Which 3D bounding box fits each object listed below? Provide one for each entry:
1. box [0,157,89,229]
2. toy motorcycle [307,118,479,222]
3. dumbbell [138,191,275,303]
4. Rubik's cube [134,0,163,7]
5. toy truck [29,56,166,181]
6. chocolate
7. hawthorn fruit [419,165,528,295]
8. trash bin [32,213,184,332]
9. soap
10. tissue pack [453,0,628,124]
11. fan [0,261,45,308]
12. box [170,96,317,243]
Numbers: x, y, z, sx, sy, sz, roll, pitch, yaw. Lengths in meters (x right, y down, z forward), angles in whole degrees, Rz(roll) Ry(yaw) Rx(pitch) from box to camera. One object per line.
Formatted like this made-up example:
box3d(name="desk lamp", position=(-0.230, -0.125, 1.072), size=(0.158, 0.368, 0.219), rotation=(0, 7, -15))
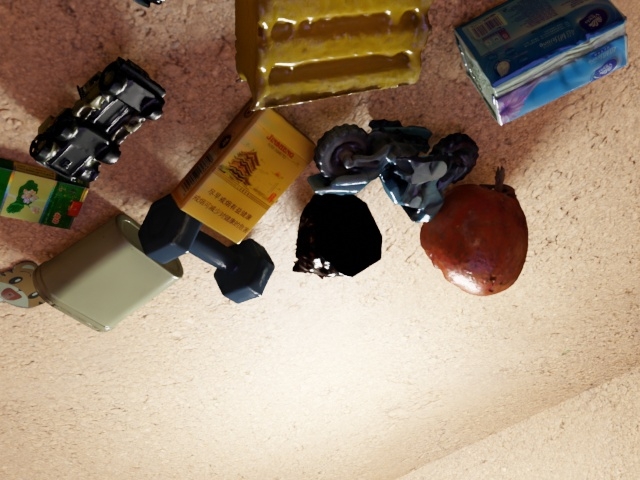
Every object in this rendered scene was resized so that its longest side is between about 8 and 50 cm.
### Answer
box3d(name="box", position=(-0.608, -0.098, 1.387), size=(0.235, 0.034, 0.132), rotation=(14, 129, -31))
box3d(name="toy motorcycle", position=(0.161, -0.140, 1.503), size=(0.416, 0.172, 0.232), rotation=(-2, 130, -30))
box3d(name="dumbbell", position=(-0.253, 0.023, 1.548), size=(0.316, 0.143, 0.156), rotation=(36, 73, -42))
box3d(name="Rubik's cube", position=(-0.269, -0.526, 0.867), size=(0.288, 0.283, 0.293), rotation=(20, 125, -35))
box3d(name="toy truck", position=(-0.411, -0.229, 1.251), size=(0.257, 0.127, 0.127), rotation=(-36, 142, 18))
box3d(name="chocolate", position=(0.000, 0.000, 1.615), size=(0.177, 0.206, 0.224), rotation=(-24, -177, 43))
box3d(name="hawthorn fruit", position=(0.385, -0.034, 1.650), size=(0.276, 0.276, 0.307), rotation=(12, 110, -29))
box3d(name="trash bin", position=(-0.479, 0.079, 1.562), size=(0.247, 0.121, 0.243), rotation=(-32, 136, 12))
box3d(name="soap", position=(0.021, -0.396, 1.166), size=(0.335, 0.156, 0.293), rotation=(-13, 133, -17))
box3d(name="tissue pack", position=(0.423, -0.376, 1.323), size=(0.263, 0.198, 0.146), rotation=(-25, 140, 9))
box3d(name="fan", position=(-0.732, 0.128, 1.606), size=(0.226, 0.008, 0.152), rotation=(-24, 139, 6))
box3d(name="box", position=(-0.153, -0.143, 1.415), size=(0.274, 0.076, 0.174), rotation=(-48, 134, 8))
